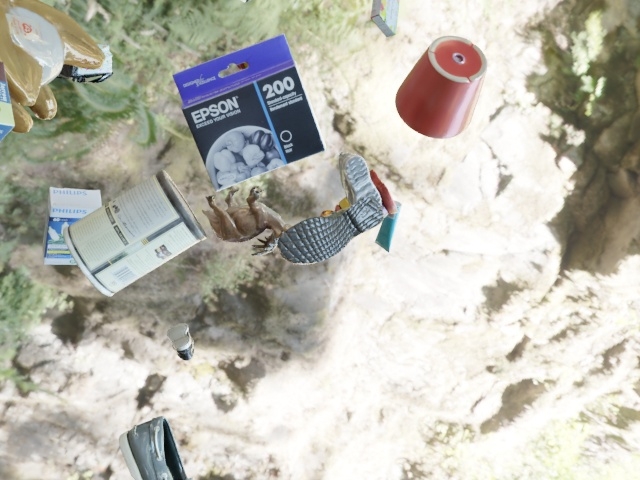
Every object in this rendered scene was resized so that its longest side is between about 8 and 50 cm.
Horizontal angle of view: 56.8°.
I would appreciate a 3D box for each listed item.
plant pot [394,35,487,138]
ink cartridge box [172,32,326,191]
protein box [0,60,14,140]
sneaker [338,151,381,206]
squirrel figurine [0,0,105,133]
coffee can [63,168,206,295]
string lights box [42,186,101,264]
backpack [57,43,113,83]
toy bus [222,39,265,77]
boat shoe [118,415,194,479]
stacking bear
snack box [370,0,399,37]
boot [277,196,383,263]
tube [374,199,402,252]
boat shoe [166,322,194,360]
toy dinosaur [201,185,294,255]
[{"bbox_3d":[0.406,-0.509,1.930,0.243,0.275,0.275,109,0,-61],"label":"plant pot"},{"bbox_3d":[-0.119,-0.215,0.998,0.206,0.208,0.045,-21,-166,2],"label":"ink cartridge box"},{"bbox_3d":[-0.680,-0.224,1.020,0.200,0.201,0.136,-28,-108,34],"label":"protein box"},{"bbox_3d":[0.129,-0.178,1.995,0.105,0.281,0.115,-22,-145,-12],"label":"sneaker"},{"bbox_3d":[-0.780,-0.414,1.339,0.370,0.397,0.281,-22,-149,34],"label":"squirrel figurine"},{"bbox_3d":[-0.451,-0.020,1.457,0.275,0.201,0.201,-32,-163,-6],"label":"coffee can"},{"bbox_3d":[-0.716,-0.037,1.701,0.259,0.133,0.077,-58,-139,43],"label":"string lights box"},{"bbox_3d":[-0.749,-0.569,1.886,0.182,0.152,0.115,-25,132,-47],"label":"backpack"},{"bbox_3d":[-0.152,-0.427,1.590,0.191,0.104,0.202,-59,155,14],"label":"toy bus"},{"bbox_3d":[-0.276,0.487,1.137,0.099,0.319,0.116,-32,159,-8],"label":"boat shoe"},{"bbox_3d":[0.118,-0.101,2.163,0.289,0.164,0.175,-30,-144,3],"label":"stacking bear"},{"bbox_3d":[0.197,-0.704,1.796,0.037,0.100,0.141,-7,-115,35],"label":"snack box"},{"bbox_3d":[0.000,0.000,1.627,0.338,0.118,0.223,-20,175,-30],"label":"boot"},{"bbox_3d":[0.265,-0.056,2.311,0.080,0.052,0.207,41,-51,37],"label":"tube"},{"bbox_3d":[-0.283,0.206,1.212,0.046,0.038,0.125,-23,-159,-18],"label":"boat shoe"},{"bbox_3d":[-0.206,-0.040,1.626,0.127,0.296,0.200,-40,123,-69],"label":"toy dinosaur"}]
